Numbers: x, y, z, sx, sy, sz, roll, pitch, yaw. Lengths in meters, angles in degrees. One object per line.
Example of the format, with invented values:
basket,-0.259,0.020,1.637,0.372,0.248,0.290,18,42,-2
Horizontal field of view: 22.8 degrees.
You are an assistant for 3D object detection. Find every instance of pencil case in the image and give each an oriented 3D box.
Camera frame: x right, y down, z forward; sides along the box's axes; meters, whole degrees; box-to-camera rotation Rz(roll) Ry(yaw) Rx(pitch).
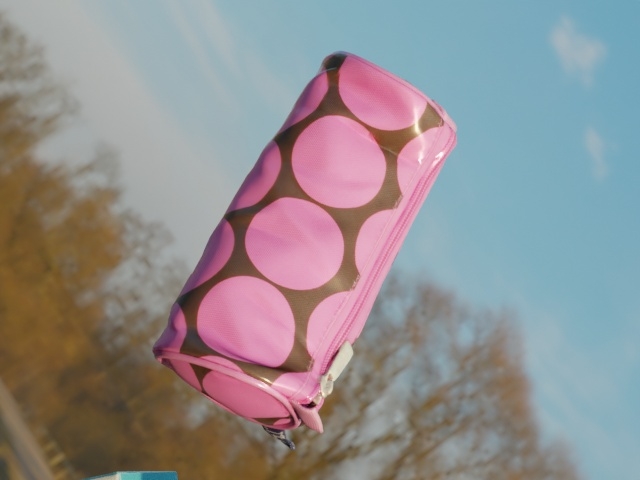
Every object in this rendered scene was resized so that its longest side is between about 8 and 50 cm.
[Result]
pencil case,0.000,0.000,0.849,0.098,0.209,0.095,13,-24,34

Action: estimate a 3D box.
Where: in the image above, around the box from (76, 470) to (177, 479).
box,-0.208,0.239,1.198,0.244,0.060,0.100,-16,-106,39
